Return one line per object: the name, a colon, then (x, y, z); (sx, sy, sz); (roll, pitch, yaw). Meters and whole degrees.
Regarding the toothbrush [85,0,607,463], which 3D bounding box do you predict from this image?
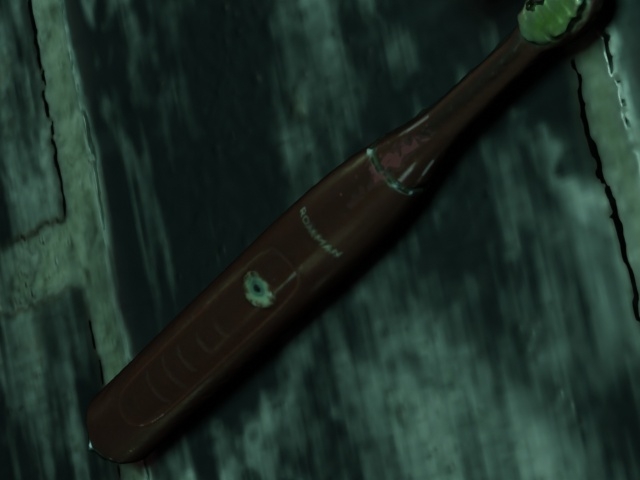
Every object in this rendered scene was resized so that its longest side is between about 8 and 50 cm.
toothbrush: (0.001, 0.000, 0.838); (0.364, 0.041, 0.041); (-43, 63, 40)
